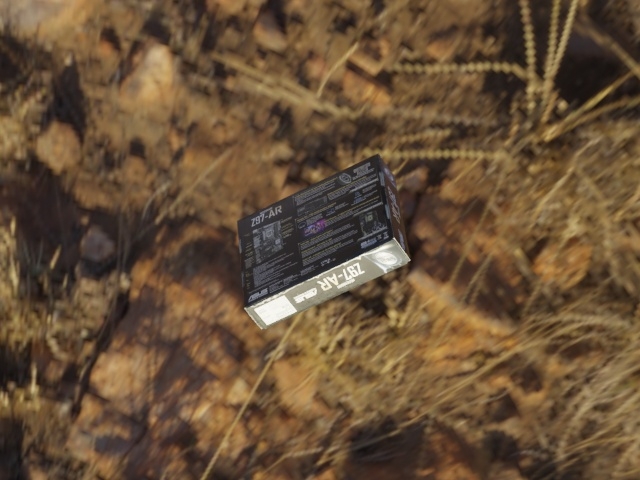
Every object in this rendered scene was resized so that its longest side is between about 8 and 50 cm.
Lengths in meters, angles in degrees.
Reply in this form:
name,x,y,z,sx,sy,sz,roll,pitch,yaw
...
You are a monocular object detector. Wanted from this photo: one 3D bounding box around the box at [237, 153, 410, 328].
name,x,y,z,sx,sy,sz,roll,pitch,yaw
box,0.000,0.000,0.868,0.083,0.018,0.067,-26,39,14
